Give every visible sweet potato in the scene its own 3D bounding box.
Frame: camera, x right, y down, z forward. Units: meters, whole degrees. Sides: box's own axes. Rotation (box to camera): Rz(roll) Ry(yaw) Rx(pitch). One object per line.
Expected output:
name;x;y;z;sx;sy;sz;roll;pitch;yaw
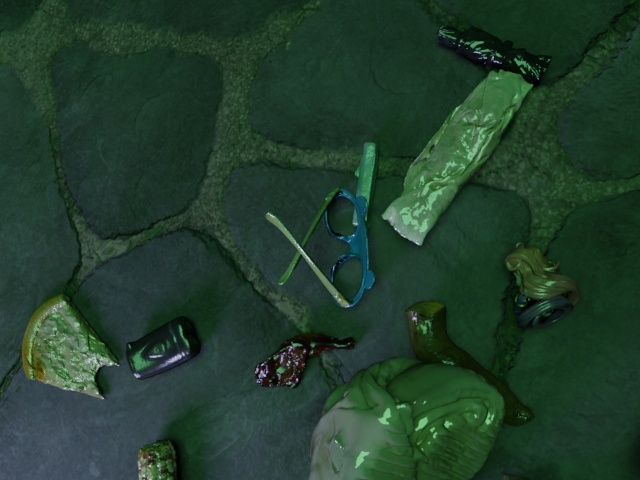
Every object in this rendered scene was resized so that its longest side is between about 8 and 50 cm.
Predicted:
sweet potato;0.256;0.224;1.008;0.112;0.085;0.286;-45;73;-5

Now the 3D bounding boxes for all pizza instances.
pizza;-0.545;0.247;1.213;0.262;0.034;0.181;37;87;17

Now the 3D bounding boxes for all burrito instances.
burrito;0.263;-0.172;1.101;0.117;0.076;0.392;35;88;18

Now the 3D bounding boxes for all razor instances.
razor;-0.323;0.223;1.156;0.147;0.054;0.090;-27;73;7

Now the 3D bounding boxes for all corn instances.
corn;-0.304;0.506;1.082;0.079;0.079;0.237;-12;80;10

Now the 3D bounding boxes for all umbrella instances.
umbrella;0.343;-0.380;1.141;0.235;0.059;0.066;27;60;16

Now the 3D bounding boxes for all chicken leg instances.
chicken leg;-0.036;0.225;1.095;0.205;0.053;0.093;-35;95;11

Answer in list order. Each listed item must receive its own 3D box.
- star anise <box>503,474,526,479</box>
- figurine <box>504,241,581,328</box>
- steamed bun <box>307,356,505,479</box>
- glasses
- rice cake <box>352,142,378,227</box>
star anise;0.445;0.453;0.914;0.227;0.148;0.219;-4;39;-15
figurine;0.390;0.074;0.999;0.126;0.114;0.157;3;70;-22
steamed bun;0.108;0.326;0.925;0.219;0.309;0.325;39;127;53
glasses;-0.011;0.009;1.094;0.206;0.102;0.239;2;76;-15
rice cake;0.090;-0.113;1.151;0.042;0.030;0.180;4;79;20
